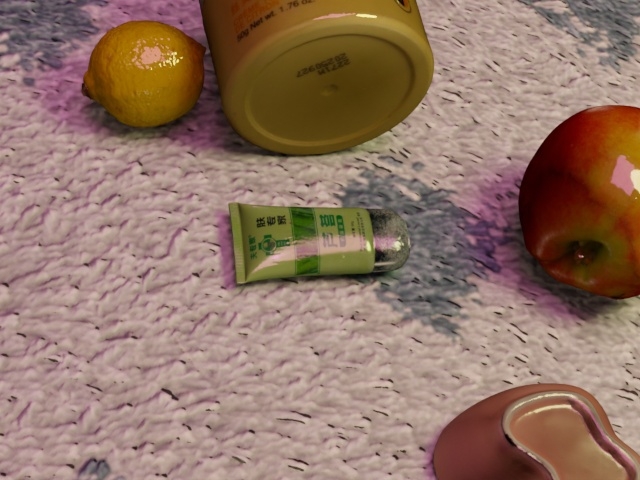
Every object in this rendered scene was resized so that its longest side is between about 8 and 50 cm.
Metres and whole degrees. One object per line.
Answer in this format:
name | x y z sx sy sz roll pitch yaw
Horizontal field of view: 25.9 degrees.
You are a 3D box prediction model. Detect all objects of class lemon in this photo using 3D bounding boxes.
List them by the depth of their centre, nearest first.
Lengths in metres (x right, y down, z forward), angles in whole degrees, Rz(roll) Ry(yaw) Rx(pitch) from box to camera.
lemon | -0.177 -0.168 1.403 0.133 0.109 0.109 -18 61 -12

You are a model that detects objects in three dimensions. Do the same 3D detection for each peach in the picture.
peach | 0.292 -0.046 1.400 0.197 0.197 0.197 7 54 -10

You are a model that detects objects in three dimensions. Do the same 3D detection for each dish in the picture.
dish | 0.213 0.211 1.249 0.213 0.090 0.213 8 54 -11

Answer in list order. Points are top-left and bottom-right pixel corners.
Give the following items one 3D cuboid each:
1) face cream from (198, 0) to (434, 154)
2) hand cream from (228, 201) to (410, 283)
face cream | -0.008 -0.220 1.416 0.218 0.218 0.179 -3 57 -17
hand cream | 0.000 0.000 1.370 0.175 0.046 0.095 0 58 -13
